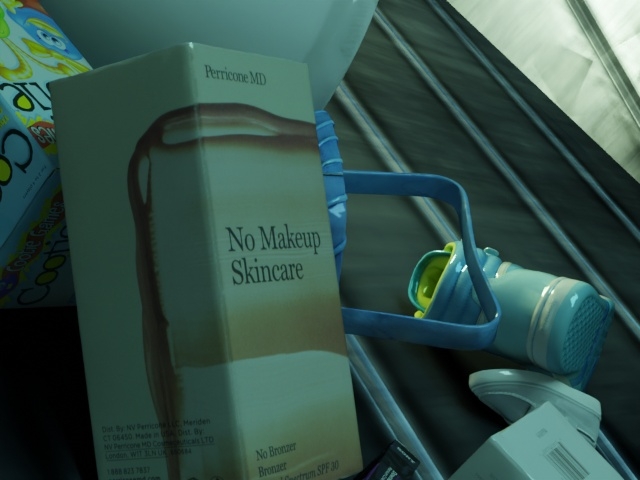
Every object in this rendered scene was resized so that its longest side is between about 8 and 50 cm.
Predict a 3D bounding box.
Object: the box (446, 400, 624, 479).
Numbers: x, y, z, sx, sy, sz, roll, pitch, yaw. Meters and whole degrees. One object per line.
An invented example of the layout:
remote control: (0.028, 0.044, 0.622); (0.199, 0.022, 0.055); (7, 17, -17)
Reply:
box: (0.128, 0.220, 0.938); (0.091, 0.170, 0.130); (47, 23, 16)

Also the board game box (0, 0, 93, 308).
board game box: (-0.262, -0.092, 0.974); (0.275, 0.144, 0.142); (50, 24, 24)

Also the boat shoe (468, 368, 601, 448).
boat shoe: (0.229, 0.185, 1.321); (0.184, 0.066, 0.063); (26, 57, -38)

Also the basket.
basket: (0.000, 0.000, 1.084); (0.289, 0.201, 0.255); (3, 29, -4)

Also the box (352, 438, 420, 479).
box: (0.003, 0.206, 0.843); (0.029, 0.116, 0.162); (45, 22, 6)

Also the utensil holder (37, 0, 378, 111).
utensil holder: (-0.178, -0.277, 1.230); (0.385, 0.327, 0.327); (28, 24, -20)

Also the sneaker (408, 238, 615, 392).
sneaker: (0.215, 0.083, 1.417); (0.208, 0.127, 0.319); (20, -10, 22)

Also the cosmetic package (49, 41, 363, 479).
cosmetic package: (-0.075, 0.028, 0.851); (0.153, 0.129, 0.296); (-5, 86, -57)
